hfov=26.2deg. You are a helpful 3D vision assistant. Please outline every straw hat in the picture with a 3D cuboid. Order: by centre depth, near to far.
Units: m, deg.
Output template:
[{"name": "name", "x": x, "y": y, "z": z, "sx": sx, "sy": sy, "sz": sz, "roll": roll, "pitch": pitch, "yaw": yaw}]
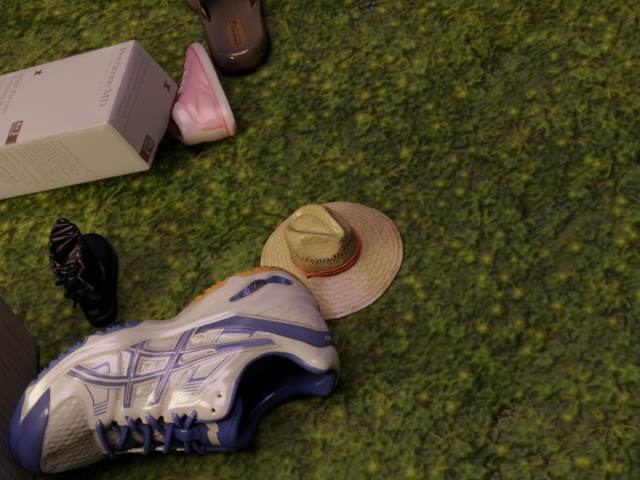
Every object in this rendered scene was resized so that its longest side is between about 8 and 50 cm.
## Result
[{"name": "straw hat", "x": 0.000, "y": 0.000, "z": 1.274, "sx": 0.144, "sy": 0.061, "sz": 0.144, "roll": -10, "pitch": 50, "yaw": 13}]

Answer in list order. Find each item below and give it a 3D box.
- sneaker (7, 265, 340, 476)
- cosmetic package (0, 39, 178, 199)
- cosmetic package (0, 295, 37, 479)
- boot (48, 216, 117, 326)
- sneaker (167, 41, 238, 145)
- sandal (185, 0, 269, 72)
[{"name": "sneaker", "x": -0.124, "y": 0.134, "z": 1.178, "sx": 0.296, "sy": 0.112, "sz": 0.131, "roll": -29, "pitch": 51, "yaw": -6}, {"name": "cosmetic package", "x": -0.273, "y": -0.122, "z": 1.430, "sx": 0.231, "sy": 0.085, "sz": 0.117, "roll": -11, "pitch": 50, "yaw": 30}, {"name": "cosmetic package", "x": -0.374, "y": 0.253, "z": 1.148, "sx": 0.230, "sy": 0.161, "sz": 0.453, "roll": -14, "pitch": 50, "yaw": 8}, {"name": "boot", "x": -0.231, "y": 0.016, "z": 1.323, "sx": 0.045, "sy": 0.099, "sz": 0.121, "roll": -19, "pitch": 49, "yaw": 4}, {"name": "sneaker", "x": -0.138, "y": -0.153, "z": 1.452, "sx": 0.070, "sy": 0.051, "sz": 0.134, "roll": -21, "pitch": 53, "yaw": -3}, {"name": "sandal", "x": -0.114, "y": -0.274, "z": 1.532, "sx": 0.090, "sy": 0.060, "sz": 0.219, "roll": -20, "pitch": 49, "yaw": 5}]
